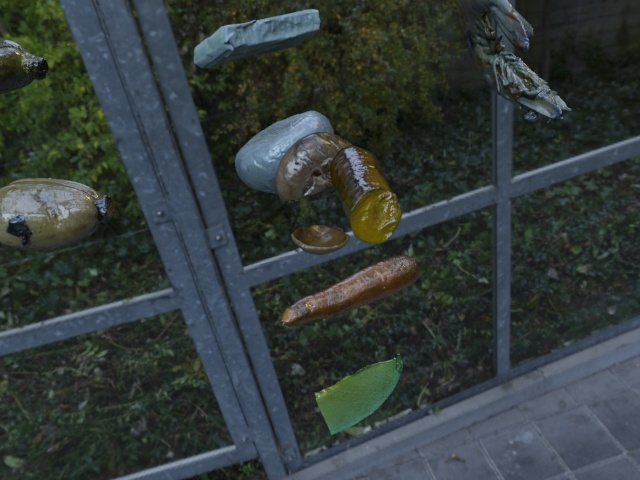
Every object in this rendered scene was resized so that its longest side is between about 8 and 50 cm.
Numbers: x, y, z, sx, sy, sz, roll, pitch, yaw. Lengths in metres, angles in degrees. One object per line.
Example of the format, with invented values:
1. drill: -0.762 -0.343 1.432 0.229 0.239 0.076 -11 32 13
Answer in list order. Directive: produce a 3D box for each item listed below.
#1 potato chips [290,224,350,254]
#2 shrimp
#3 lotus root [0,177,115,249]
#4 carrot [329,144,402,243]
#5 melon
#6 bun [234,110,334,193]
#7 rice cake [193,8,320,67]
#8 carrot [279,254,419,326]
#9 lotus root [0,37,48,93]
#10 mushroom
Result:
1. potato chips: 0.000 0.000 1.329 0.150 0.049 0.202 20 26 13
2. shrimp: 0.361 -0.363 0.901 0.085 0.247 0.361 -29 61 9
3. lotus root: -0.547 -0.049 0.924 0.256 0.140 0.154 -1 28 -5
4. carrot: 0.084 -0.110 0.953 0.113 0.114 0.302 -12 30 -1
5. melon: 0.080 0.299 0.954 0.262 0.114 0.053 -46 14 28
6. bun: -0.110 -0.284 1.564 0.361 0.211 0.362 -22 21 9
7. rice cake: -0.086 -0.307 0.703 0.084 0.040 0.226 -7 21 44
8. carrot: 0.046 0.077 0.691 0.247 0.059 0.059 -19 28 -26
9. lotus root: -0.905 -0.469 1.286 0.308 0.173 0.173 -12 27 3
10. mushroom: -0.010 -0.232 1.332 0.285 0.151 0.156 -30 32 -23
